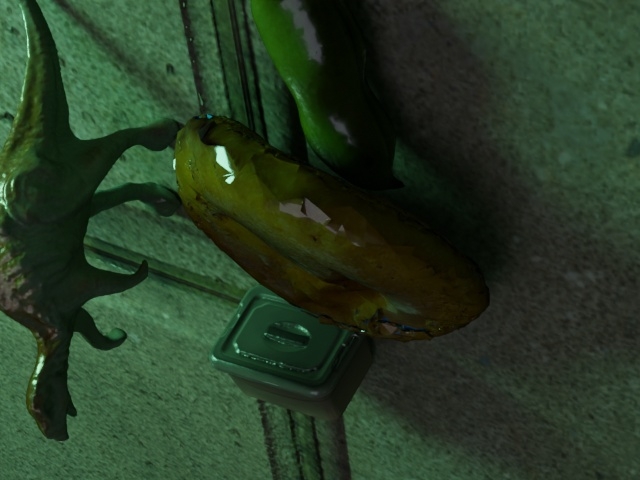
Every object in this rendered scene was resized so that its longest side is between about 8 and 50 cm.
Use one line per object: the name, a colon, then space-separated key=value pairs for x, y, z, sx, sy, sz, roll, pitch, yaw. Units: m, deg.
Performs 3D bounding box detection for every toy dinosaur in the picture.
toy dinosaur: x=-0.196 y=-0.053 z=1.099 sx=0.092 sy=0.205 sz=0.393 roll=1 pitch=111 yaw=47

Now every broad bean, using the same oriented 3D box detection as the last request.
broad bean: x=-0.029 y=-0.156 z=0.934 sx=0.098 sy=0.056 sz=0.318 roll=-15 pitch=120 yaw=46

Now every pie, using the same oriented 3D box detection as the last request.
pie: x=-0.001 y=0.001 z=1.035 sx=0.273 sy=0.069 sz=0.273 roll=31 pitch=166 yaw=9

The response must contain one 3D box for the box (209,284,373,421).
box: x=-0.020 y=0.096 z=1.171 sx=0.122 sy=0.089 sz=0.062 roll=14 pitch=146 yaw=30
